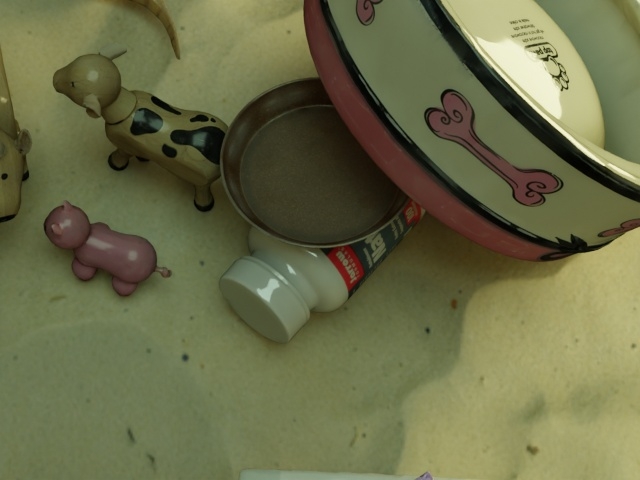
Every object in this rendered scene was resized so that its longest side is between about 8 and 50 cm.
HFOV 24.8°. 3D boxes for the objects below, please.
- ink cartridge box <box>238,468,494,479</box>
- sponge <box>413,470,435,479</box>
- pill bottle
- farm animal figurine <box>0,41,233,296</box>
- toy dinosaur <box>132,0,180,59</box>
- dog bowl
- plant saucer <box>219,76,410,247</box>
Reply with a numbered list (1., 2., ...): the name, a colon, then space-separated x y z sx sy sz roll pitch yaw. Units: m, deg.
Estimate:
1. ink cartridge box: 0.114 0.351 1.177 0.384 0.091 0.308 4 69 -7
2. sponge: 0.032 0.281 1.124 0.210 0.031 0.117 -30 77 -16
3. pill bottle: 0.000 0.000 1.275 0.108 0.108 0.180 40 69 6
4. farm animal figurine: -0.264 -0.089 1.226 0.330 0.172 0.327 -31 78 -19
5. toy dinosaur: -0.197 -0.253 1.371 0.211 0.064 0.112 24 85 9
6. dog bowl: 0.159 -0.158 1.253 0.408 0.150 0.408 30 37 -26
7. plant saucer: 0.000 -0.062 1.230 0.168 0.029 0.168 0 62 0
